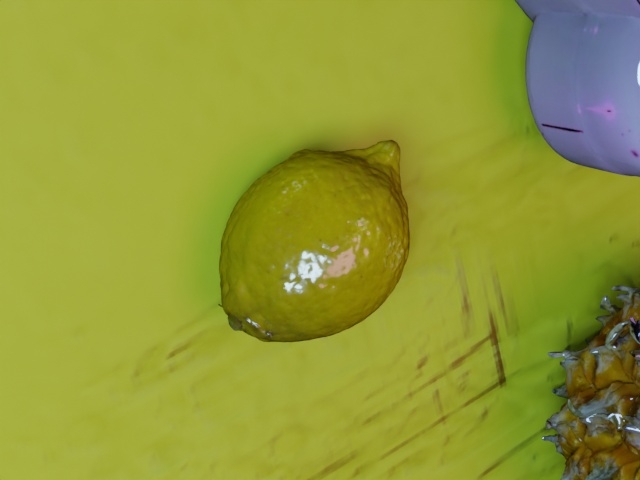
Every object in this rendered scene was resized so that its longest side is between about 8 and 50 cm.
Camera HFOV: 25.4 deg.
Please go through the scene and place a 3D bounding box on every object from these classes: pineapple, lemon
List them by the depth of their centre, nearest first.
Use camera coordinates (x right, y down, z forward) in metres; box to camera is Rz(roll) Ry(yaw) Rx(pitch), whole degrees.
[{"bbox_3d":[0.000,0.000,0.519,0.092,0.065,0.065,-50,125,-14],"label":"lemon"},{"bbox_3d":[0.159,0.108,0.625,0.176,0.137,0.161,42,31,-6],"label":"pineapple"}]

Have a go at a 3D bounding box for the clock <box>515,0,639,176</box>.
[{"bbox_3d":[0.165,-0.207,0.565,0.295,0.113,0.322,-29,117,-29],"label":"clock"}]
